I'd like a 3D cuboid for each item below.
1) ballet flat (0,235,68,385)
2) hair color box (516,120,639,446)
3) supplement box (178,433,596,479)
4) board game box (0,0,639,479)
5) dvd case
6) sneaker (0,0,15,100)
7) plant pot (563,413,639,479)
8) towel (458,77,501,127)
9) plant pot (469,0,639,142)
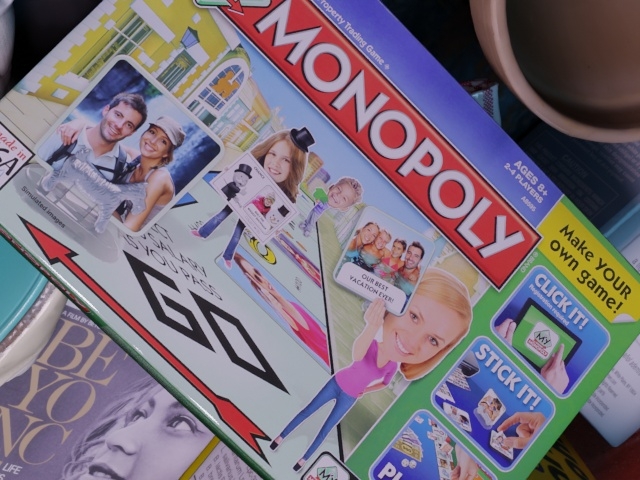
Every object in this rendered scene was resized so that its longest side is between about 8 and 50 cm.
[{"bbox_3d":[-0.211,0.068,0.718,0.248,0.086,0.086,-42,132,6],"label":"ballet flat"},{"bbox_3d":[0.270,-0.054,0.860,0.374,0.113,0.185,-42,132,5],"label":"hair color box"},{"bbox_3d":[0.002,0.242,0.845,0.195,0.194,0.356,32,104,-26],"label":"supplement box"},{"bbox_3d":[0.000,0.000,0.650,0.317,0.046,0.213,44,75,-10],"label":"board game box"},{"bbox_3d":[-0.152,0.127,0.822,0.164,0.018,0.221,27,107,-39],"label":"dvd case"},{"bbox_3d":[-0.258,-0.072,0.572,0.262,0.099,0.121,-9,131,-22],"label":"sneaker"},{"bbox_3d":[0.276,0.271,0.986,0.272,0.265,0.272,-17,131,-20],"label":"plant pot"},{"bbox_3d":[0.008,-0.020,0.751,0.197,0.029,0.144,-5,128,3],"label":"towel"},{"bbox_3d":[0.174,-0.181,0.718,0.237,0.110,0.237,-14,127,-19],"label":"plant pot"}]
